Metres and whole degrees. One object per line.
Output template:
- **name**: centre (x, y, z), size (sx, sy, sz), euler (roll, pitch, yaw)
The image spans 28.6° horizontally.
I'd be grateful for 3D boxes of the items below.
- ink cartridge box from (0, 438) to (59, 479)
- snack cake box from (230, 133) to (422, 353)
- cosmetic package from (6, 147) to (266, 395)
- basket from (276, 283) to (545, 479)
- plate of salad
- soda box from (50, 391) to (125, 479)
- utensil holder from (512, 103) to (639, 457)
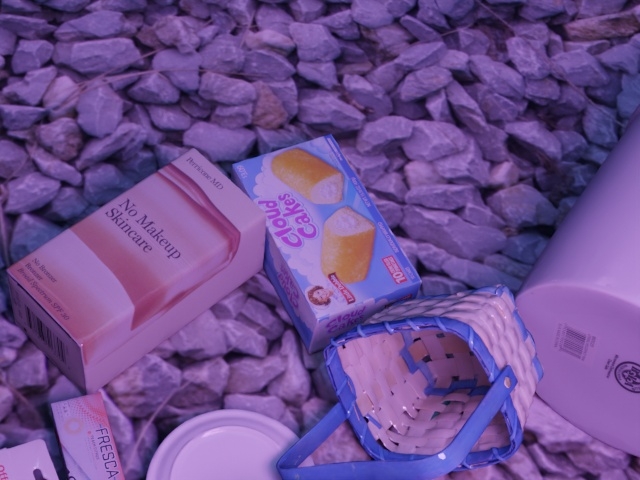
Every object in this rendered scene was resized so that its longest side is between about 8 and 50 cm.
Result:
- **ink cartridge box**: centre (-0.383, 0.309, 1.387), size (0.198, 0.067, 0.115), euler (-18, 60, -17)
- **snack cake box**: centre (0.000, 0.000, 1.646), size (0.152, 0.089, 0.264), euler (-18, 59, -21)
- **cosmetic package**: centre (-0.224, 0.035, 1.565), size (0.153, 0.129, 0.296), euler (40, 59, 20)
- **basket**: centre (0.113, 0.182, 1.426), size (0.289, 0.254, 0.201), euler (-35, 107, -43)
- **plate of salad**: centre (-0.102, 0.289, 1.453), size (0.200, 0.048, 0.200), euler (2, 54, -3)
- **soda box**: centre (-0.260, 0.269, 1.439), size (0.063, 0.058, 0.183), euler (-13, 57, -16)
- **utensil holder**: centre (0.452, 0.035, 1.546), size (0.327, 0.327, 0.385), euler (31, 59, 14)
